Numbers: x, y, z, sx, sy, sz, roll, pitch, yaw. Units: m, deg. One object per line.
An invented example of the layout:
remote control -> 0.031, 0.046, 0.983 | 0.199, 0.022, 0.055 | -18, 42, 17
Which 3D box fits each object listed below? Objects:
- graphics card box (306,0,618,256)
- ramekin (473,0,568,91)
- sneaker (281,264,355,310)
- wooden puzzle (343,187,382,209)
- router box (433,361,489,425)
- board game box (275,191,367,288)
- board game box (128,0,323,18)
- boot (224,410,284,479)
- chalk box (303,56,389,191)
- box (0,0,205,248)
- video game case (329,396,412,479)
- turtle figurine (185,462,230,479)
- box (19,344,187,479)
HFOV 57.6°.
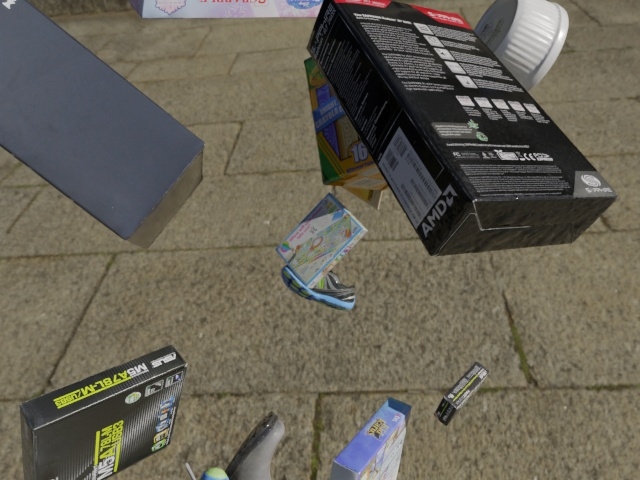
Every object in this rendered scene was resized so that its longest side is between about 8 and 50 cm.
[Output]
graphics card box -> 0.156, -0.154, 0.712 | 0.232, 0.094, 0.371 | -4, 51, -31
ramekin -> 0.389, -0.404, 1.192 | 0.109, 0.207, 0.207 | 21, 32, -17
sneaker -> -0.005, 0.098, 1.326 | 0.188, 0.067, 0.078 | 24, 67, -16
wooden puzzle -> 0.107, -0.219, 1.849 | 0.221, 0.239, 0.044 | 34, 60, 20
router box -> 0.298, 0.325, 1.234 | 0.038, 0.092, 0.122 | 39, 56, 23
board game box -> 0.000, 0.000, 1.096 | 0.154, 0.026, 0.103 | -46, 66, 10
board game box -> -0.186, -0.448, 0.888 | 0.318, 0.066, 0.319 | -16, 56, -36
boot -> -0.093, 0.515, 1.142 | 0.222, 0.338, 0.118 | 31, 19, 7
chalk box -> 0.101, -0.249, 0.998 | 0.179, 0.289, 0.180 | -14, -9, 39
box -> -0.370, -0.161, 0.915 | 0.179, 0.343, 0.312 | -53, 7, -11
video game case -> 0.094, 0.493, 1.205 | 0.061, 0.244, 0.269 | 19, 21, 25
turtle figurine -> -0.242, 0.520, 0.994 | 0.274, 0.198, 0.266 | 1, 72, 15
box -> -0.264, 0.231, 0.715 | 0.184, 0.191, 0.045 | -20, 52, -42
